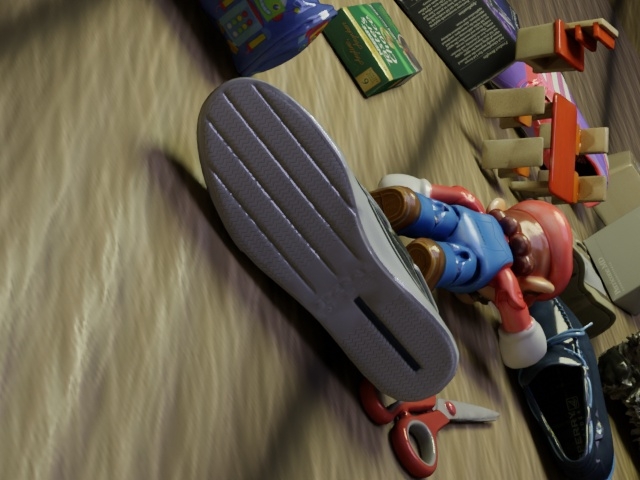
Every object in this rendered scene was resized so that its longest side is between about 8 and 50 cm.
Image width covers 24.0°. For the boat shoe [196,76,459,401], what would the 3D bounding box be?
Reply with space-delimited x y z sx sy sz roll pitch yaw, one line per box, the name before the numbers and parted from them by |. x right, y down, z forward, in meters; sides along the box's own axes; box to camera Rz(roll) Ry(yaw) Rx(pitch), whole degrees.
boat shoe | 0.000 0.000 1.339 0.335 0.121 0.119 56 4 -13

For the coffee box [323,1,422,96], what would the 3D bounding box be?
coffee box | 0.068 -0.245 1.913 0.113 0.040 0.184 58 20 2

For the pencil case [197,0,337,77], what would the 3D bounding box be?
pencil case | -0.106 -0.312 1.515 0.306 0.119 0.133 58 0 3

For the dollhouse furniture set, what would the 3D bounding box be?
dollhouse furniture set | 0.356 -0.186 2.198 0.262 0.135 0.259 19 72 -57

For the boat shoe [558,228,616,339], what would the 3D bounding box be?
boat shoe | 0.284 0.033 1.915 0.302 0.113 0.103 46 20 -55

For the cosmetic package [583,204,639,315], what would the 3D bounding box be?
cosmetic package | 0.549 0.001 2.359 0.107 0.238 0.127 32 29 -54

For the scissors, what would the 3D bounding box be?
scissors | 0.113 0.156 1.461 0.109 0.021 0.297 58 22 8

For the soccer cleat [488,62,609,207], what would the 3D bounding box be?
soccer cleat | 0.370 -0.191 2.423 0.318 0.108 0.116 52 20 -22

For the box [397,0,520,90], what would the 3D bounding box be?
box | 0.209 -0.359 2.300 0.207 0.108 0.153 47 22 -24

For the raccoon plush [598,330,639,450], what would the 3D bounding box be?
raccoon plush | 0.548 0.279 2.027 0.446 0.216 0.299 25 45 -55

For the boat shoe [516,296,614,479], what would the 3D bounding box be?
boat shoe | 0.276 0.151 1.708 0.089 0.109 0.258 46 18 -56

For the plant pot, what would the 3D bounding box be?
plant pot | 0.521 -0.095 2.631 0.109 0.096 0.109 52 22 -13

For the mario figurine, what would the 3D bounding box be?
mario figurine | 0.150 0.034 1.643 0.320 0.170 0.198 9 87 -50
